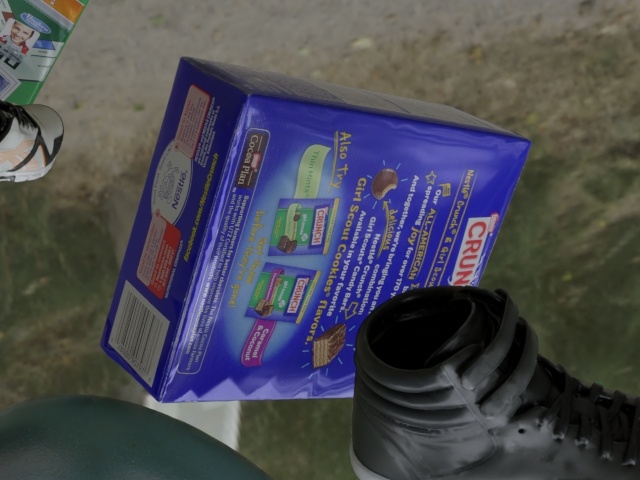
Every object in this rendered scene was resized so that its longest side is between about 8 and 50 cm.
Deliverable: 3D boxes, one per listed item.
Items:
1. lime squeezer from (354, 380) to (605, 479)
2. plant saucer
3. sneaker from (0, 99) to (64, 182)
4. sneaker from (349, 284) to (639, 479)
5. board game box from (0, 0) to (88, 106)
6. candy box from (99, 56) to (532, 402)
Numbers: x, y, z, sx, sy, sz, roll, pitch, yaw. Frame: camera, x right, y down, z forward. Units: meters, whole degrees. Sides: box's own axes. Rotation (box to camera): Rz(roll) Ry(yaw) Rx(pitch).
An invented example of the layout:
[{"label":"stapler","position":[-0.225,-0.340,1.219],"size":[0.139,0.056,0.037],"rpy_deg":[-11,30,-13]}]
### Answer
[{"label":"lime squeezer","position":[0.088,0.189,0.993],"size":[0.310,0.059,0.110],"rpy_deg":[-40,-154,-27]},{"label":"plant saucer","position":[-0.098,0.233,0.711],"size":[0.317,0.318,0.043],"rpy_deg":[-26,-171,37]},{"label":"sneaker","position":[-0.161,-0.053,0.659],"size":[0.044,0.040,0.109],"rpy_deg":[-52,177,26]},{"label":"sneaker","position":[0.147,0.108,0.801],"size":[0.295,0.104,0.147],"rpy_deg":[5,134,21]},{"label":"board game box","position":[-0.287,-0.206,0.758],"size":[0.317,0.213,0.046],"rpy_deg":[29,-176,-20]},{"label":"candy box","position":[0.000,0.000,1.115],"size":[0.317,0.268,0.122],"rpy_deg":[6,-160,-38]}]
